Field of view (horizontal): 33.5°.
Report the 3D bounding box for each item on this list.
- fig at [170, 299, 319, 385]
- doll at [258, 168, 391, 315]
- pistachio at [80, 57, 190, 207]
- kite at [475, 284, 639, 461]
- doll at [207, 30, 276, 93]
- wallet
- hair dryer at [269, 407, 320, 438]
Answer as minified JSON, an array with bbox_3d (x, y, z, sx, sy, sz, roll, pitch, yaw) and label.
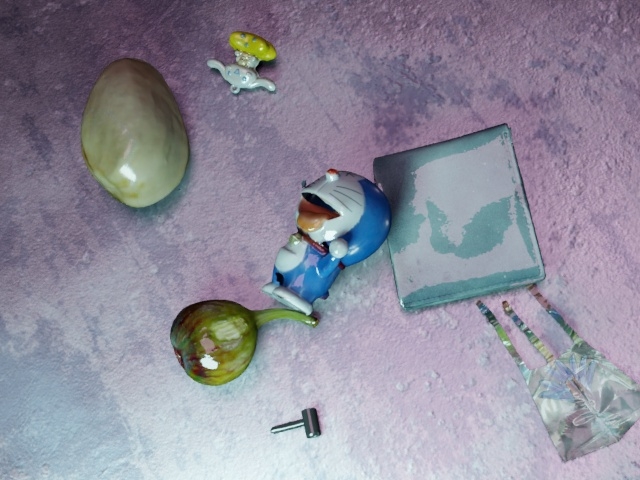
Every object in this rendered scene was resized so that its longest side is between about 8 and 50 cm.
[{"bbox_3d":[-0.123,0.149,1.763,0.245,0.149,0.149,-19,67,-16],"label":"fig"},{"bbox_3d":[0.000,0.000,1.757,0.256,0.161,0.215,-54,26,-10],"label":"doll"},{"bbox_3d":[-0.328,-0.194,1.900,0.197,0.166,0.287,5,64,-15],"label":"pistachio"},{"bbox_3d":[0.389,0.192,1.717,0.169,0.015,0.309,-28,69,-4],"label":"kite"},{"bbox_3d":[-0.146,-0.330,1.977,0.135,0.071,0.113,-2,88,15],"label":"doll"},{"bbox_3d":[0.230,-0.043,1.800,0.251,0.054,0.290,-15,69,10],"label":"wallet"},{"bbox_3d":[-0.043,0.305,1.738,0.083,0.026,0.047,-14,67,8],"label":"hair dryer"}]
